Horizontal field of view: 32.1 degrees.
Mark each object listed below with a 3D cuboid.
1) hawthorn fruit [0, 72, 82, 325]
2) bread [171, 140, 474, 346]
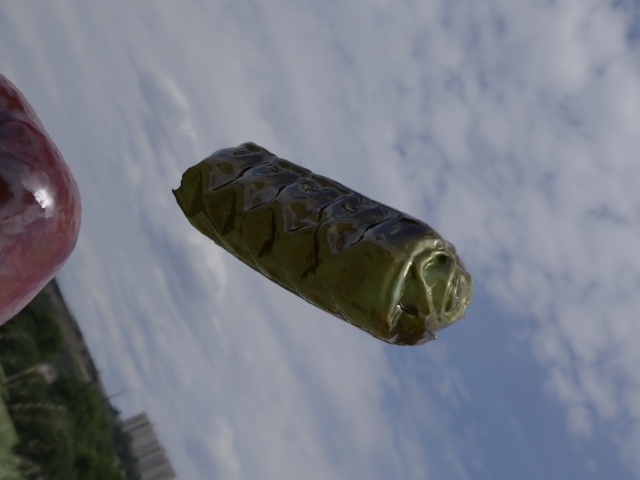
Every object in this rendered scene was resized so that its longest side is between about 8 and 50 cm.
[{"bbox_3d":[-0.377,-0.026,1.052,0.295,0.295,0.311,55,-33,36],"label":"hawthorn fruit"},{"bbox_3d":[0.001,0.000,0.803,0.269,0.087,0.098,27,-9,47],"label":"bread"}]
